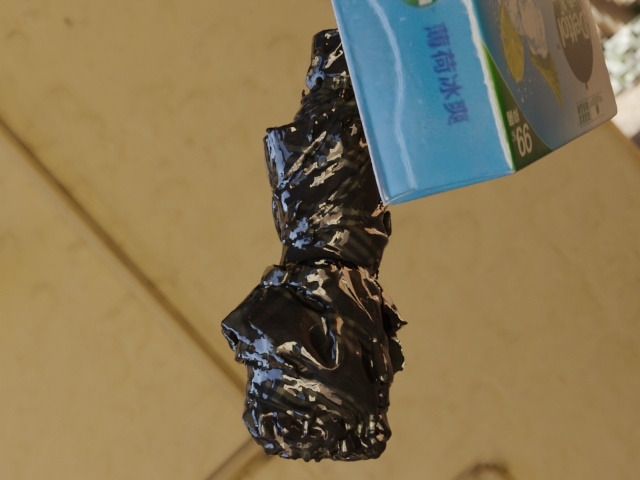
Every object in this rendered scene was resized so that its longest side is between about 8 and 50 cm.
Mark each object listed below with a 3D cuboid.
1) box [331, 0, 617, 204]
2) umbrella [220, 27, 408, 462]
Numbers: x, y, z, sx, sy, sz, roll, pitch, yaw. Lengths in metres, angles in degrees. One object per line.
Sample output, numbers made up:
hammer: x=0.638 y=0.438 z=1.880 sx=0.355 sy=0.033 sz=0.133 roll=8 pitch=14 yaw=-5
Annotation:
box: x=0.079 y=-0.108 z=0.862 sx=0.073 sy=0.139 sz=0.194 roll=-13 pitch=7 yaw=26
umbrella: x=-0.010 y=0.001 z=1.291 sx=0.154 sy=0.337 sz=0.128 roll=0 pitch=-7 yaw=-42
